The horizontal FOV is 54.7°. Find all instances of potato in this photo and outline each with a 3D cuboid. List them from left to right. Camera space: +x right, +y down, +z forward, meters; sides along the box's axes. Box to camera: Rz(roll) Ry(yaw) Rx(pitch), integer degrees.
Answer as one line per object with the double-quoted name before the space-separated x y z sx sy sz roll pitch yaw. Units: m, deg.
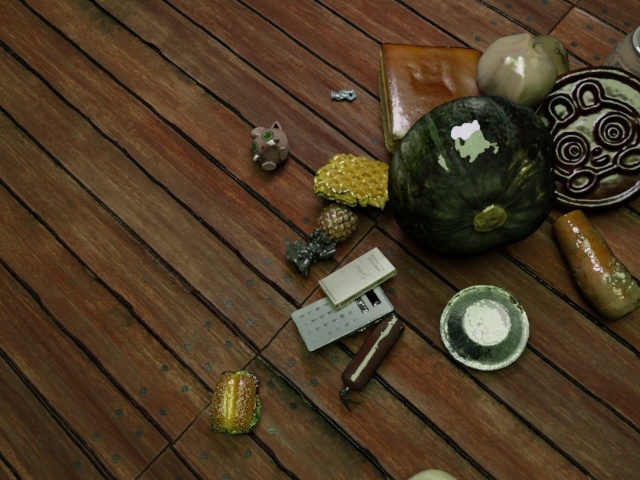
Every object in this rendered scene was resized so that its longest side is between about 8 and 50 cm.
"potato" 0.668 -0.496 1.848 0.165 0.165 0.262 -5 75 4

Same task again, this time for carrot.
"carrot" 0.728 0.070 1.645 0.138 0.139 0.302 -24 61 -4

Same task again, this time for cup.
"cup" 0.940 -0.523 1.781 0.227 0.257 0.301 19 70 10

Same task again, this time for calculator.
"calculator" 0.061 0.197 1.685 0.261 0.021 0.161 -27 42 -5

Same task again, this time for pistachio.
"pistachio" 0.527 -0.447 1.686 0.208 0.332 0.226 5 110 6

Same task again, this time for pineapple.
"pineapple" 0.000 0.000 1.761 0.237 0.119 0.111 -48 116 -8

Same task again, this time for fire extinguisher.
"fire extinguisher" 0.132 0.323 1.641 0.089 0.072 0.268 42 75 -19

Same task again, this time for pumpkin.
"pumpkin" 0.386 -0.162 1.602 0.454 0.454 0.344 -12 50 1

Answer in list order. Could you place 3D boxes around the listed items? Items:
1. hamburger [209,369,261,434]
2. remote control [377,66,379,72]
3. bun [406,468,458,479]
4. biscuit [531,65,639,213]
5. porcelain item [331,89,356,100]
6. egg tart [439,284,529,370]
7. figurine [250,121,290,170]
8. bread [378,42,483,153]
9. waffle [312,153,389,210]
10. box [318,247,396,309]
"hamburger" -0.222 0.423 1.625 0.137 0.087 0.166 4 69 7
"remote control" 0.267 -0.461 1.937 0.097 0.045 0.256 -28 71 -13
"bun" 0.281 0.660 1.470 0.222 0.127 0.222 -7 78 33
"biscuit" 0.742 -0.276 1.702 0.407 0.091 0.407 1 94 19
"porcelain item" 0.074 -0.463 1.967 0.083 0.028 0.036 3 86 6
"egg tart" 0.433 0.227 1.631 0.234 0.094 0.234 -2 70 7
"figurine" -0.155 -0.284 1.872 0.125 0.125 0.138 -22 56 -3
"bread" 0.336 -0.417 1.830 0.323 0.143 0.333 -1 70 -10
"waffle" 0.106 -0.174 1.791 0.245 0.052 0.254 15 39 13
"box" 0.102 0.104 1.723 0.198 0.029 0.109 -30 43 -7
